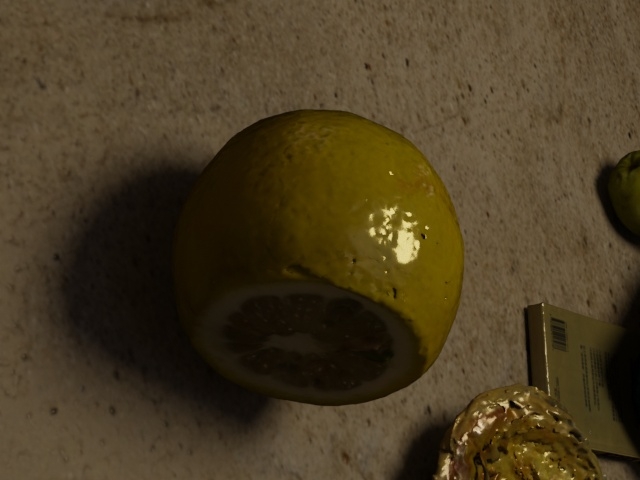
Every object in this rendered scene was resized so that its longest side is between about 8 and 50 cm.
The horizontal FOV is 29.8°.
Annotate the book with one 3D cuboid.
[{"bbox_3d":[0.320,0.168,1.394,0.231,0.026,0.161,18,64,-41],"label":"book"}]

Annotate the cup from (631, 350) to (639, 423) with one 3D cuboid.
[{"bbox_3d":[0.497,0.141,1.440,0.242,0.308,0.292,38,37,5],"label":"cup"}]

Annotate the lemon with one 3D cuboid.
[{"bbox_3d":[0.000,0.000,0.979,0.240,0.240,0.219,36,44,-31],"label":"lemon"}]

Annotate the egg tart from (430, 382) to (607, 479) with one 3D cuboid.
[{"bbox_3d":[0.187,0.262,1.180,0.252,0.098,0.231,36,59,-26],"label":"egg tart"}]

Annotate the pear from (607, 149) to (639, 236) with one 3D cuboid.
[{"bbox_3d":[0.424,-0.057,1.529,0.131,0.107,0.107,38,52,-27],"label":"pear"}]
